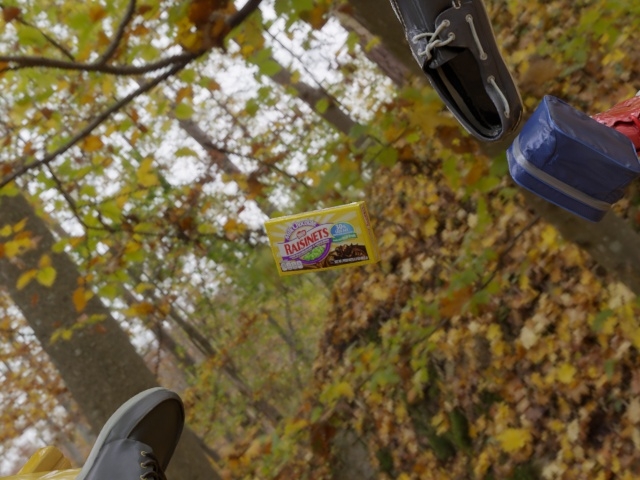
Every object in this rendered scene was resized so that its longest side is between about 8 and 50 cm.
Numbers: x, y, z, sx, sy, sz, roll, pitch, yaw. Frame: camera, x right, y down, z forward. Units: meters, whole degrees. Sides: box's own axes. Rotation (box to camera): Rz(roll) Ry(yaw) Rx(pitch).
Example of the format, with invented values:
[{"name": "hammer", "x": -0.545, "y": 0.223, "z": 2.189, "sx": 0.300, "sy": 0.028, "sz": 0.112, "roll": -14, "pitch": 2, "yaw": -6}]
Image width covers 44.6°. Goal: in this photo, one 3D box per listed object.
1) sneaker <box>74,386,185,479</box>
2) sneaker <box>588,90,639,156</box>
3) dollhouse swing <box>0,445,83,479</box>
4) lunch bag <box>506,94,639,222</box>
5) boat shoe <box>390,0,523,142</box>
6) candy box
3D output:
[{"name": "sneaker", "x": -0.157, "y": 0.228, "z": 0.711, "sx": 0.222, "sy": 0.118, "sz": 0.083, "roll": -59, "pitch": -43, "yaw": -46}, {"name": "sneaker", "x": 0.331, "y": -0.099, "z": 0.738, "sx": 0.128, "sy": 0.087, "sz": 0.221, "roll": -25, "pitch": 8, "yaw": -12}, {"name": "dollhouse swing", "x": -0.309, "y": 0.468, "z": 1.114, "sx": 0.315, "sy": 0.347, "sz": 0.305, "roll": -12, "pitch": 9, "yaw": 19}, {"name": "lunch bag", "x": 0.200, "y": -0.059, "z": 0.618, "sx": 0.065, "sy": 0.098, "sz": 0.067, "roll": -58, "pitch": 9, "yaw": 35}, {"name": "boat shoe", "x": 0.121, "y": -0.179, "z": 0.711, "sx": 0.075, "sy": 0.206, "sz": 0.065, "roll": -26, "pitch": 16, "yaw": 30}, {"name": "candy box", "x": 0.000, "y": 0.000, "z": 1.338, "sx": 0.206, "sy": 0.105, "sz": 0.027, "roll": -10, "pitch": 9, "yaw": 36}]
